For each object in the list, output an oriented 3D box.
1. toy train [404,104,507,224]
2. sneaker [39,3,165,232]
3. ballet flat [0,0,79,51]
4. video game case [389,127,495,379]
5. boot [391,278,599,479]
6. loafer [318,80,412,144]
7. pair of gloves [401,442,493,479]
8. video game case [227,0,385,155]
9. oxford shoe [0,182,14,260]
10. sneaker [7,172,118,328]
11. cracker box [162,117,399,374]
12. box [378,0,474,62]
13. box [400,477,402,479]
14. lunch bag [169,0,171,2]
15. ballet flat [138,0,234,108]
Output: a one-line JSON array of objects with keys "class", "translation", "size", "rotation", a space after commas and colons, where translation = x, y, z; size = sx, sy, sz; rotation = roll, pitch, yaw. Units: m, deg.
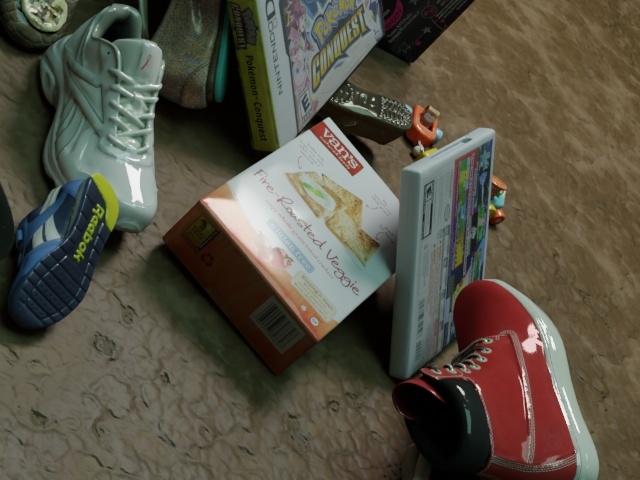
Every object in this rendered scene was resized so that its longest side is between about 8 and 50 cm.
[{"class": "toy train", "translation": [0.159, -0.093, 1.606], "size": [0.166, 0.046, 0.125], "rotation": [37, 33, -13]}, {"class": "sneaker", "translation": [-0.174, -0.113, 1.182], "size": [0.090, 0.115, 0.232], "rotation": [14, 44, -40]}, {"class": "ballet flat", "translation": [-0.238, -0.275, 1.311], "size": [0.084, 0.058, 0.250], "rotation": [46, 39, -33]}, {"class": "video game case", "translation": [0.116, 0.008, 1.333], "size": [0.023, 0.201, 0.183], "rotation": [11, 21, 26]}, {"class": "boot", "translation": [0.124, 0.106, 1.194], "size": [0.176, 0.088, 0.244], "rotation": [21, 32, -30]}, {"class": "loafer", "translation": [0.024, -0.140, 1.504], "size": [0.148, 0.050, 0.056], "rotation": [24, 42, -4]}, {"class": "pair of gloves", "translation": [0.169, 0.245, 1.169], "size": [0.240, 0.042, 0.204], "rotation": [45, 31, -1]}, {"class": "video game case", "translation": [-0.011, -0.257, 1.391], "size": [0.035, 0.248, 0.275], "rotation": [9, 37, 25]}, {"class": "oxford shoe", "translation": [-0.300, -0.071, 1.043], "size": [0.212, 0.076, 0.076], "rotation": [53, -9, -7]}, {"class": "sneaker", "translation": [-0.205, 0.011, 1.074], "size": [0.053, 0.059, 0.144], "rotation": [62, 37, -37]}, {"class": "cracker box", "translation": [-0.014, -0.002, 1.264], "size": [0.155, 0.067, 0.232], "rotation": [49, 36, 1]}, {"class": "box", "translation": [0.123, -0.370, 1.686], "size": [0.142, 0.247, 0.163], "rotation": [24, 37, -32]}, {"class": "box", "translation": [0.127, 0.247, 1.194], "size": [0.145, 0.038, 0.186], "rotation": [44, 33, -2]}, {"class": "lunch bag", "translation": [-0.096, -0.344, 1.541], "size": [0.258, 0.120, 0.293], "rotation": [37, 35, -21]}, {"class": "ballet flat", "translation": [-0.115, -0.284, 1.338], "size": [0.106, 0.107, 0.316], "rotation": [12, 78, 4]}]
